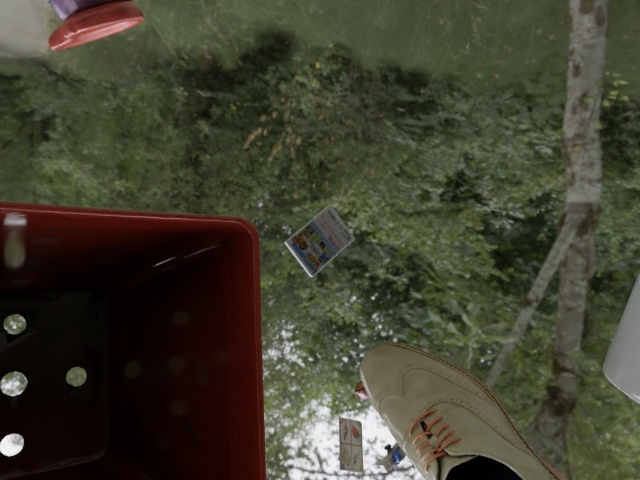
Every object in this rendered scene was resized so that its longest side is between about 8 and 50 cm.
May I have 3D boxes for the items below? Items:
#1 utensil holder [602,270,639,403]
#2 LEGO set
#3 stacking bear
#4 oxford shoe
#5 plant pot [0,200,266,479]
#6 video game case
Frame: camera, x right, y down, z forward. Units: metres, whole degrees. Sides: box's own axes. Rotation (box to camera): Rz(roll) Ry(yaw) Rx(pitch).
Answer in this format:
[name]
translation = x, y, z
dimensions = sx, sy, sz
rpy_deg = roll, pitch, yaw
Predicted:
[utensil holder]
translation = 0.519, 0.031, 0.556
dimensions = 0.328, 0.385, 0.327
rpy_deg = 20, -172, -3
[LEGO set]
translation = 0.109, 0.342, 0.828
dimensions = 0.183, 0.244, 0.060
rpy_deg = 23, 142, -34
[stacking bear]
translation = -0.436, -0.502, 0.930
dimensions = 0.164, 0.288, 0.175
rpy_deg = -32, -157, -31
[oxford shoe]
translation = 0.171, 0.250, 0.680
dimensions = 0.147, 0.140, 0.397
rpy_deg = 31, -176, -46
[plant pot]
translation = -0.219, 0.124, 0.423
dimensions = 0.267, 0.267, 0.236
rpy_deg = 3, 171, -38
[video game case]
translation = 0.000, 0.000, 1.061
dimensions = 0.087, 0.122, 0.011
rpy_deg = 54, 158, -12
